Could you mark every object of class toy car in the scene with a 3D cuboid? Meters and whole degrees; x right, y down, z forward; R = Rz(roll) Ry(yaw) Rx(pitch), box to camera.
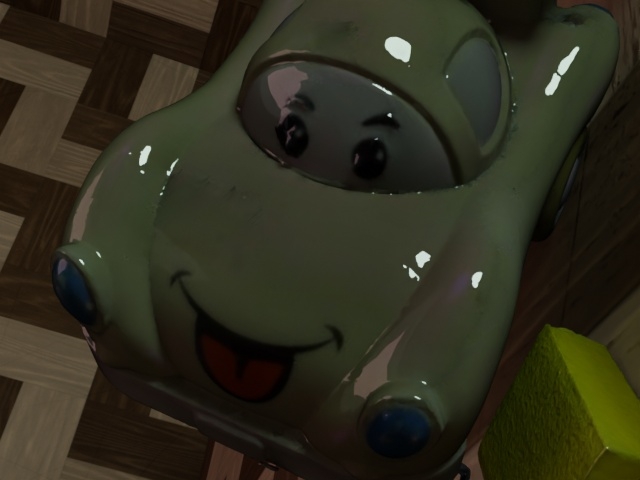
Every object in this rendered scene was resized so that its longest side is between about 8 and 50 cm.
[{"bbox_3d":[0.027,-0.056,0.540,0.336,0.242,0.226,-58,-19,-34],"label":"toy car"}]

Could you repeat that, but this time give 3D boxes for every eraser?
[{"bbox_3d":[0.126,0.115,0.485,0.122,0.045,0.097,-91,20,-68],"label":"eraser"}]
